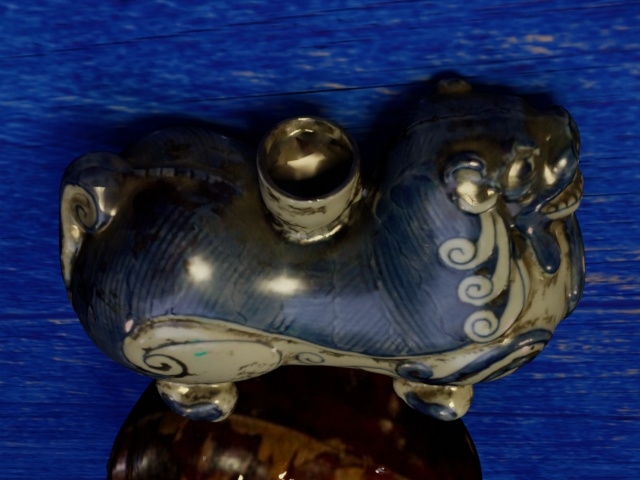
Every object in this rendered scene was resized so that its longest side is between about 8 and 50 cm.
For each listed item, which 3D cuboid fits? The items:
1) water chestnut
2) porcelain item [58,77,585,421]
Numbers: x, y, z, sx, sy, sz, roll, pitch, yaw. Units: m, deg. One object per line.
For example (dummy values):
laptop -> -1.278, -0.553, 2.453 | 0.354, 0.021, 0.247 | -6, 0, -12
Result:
water chestnut -> -0.023, 0.208, 1.050 | 0.300, 0.300, 0.300 | 6, 152, 3
porcelain item -> 0.000, 0.000, 0.804 | 0.288, 0.138, 0.186 | 4, 141, 4
